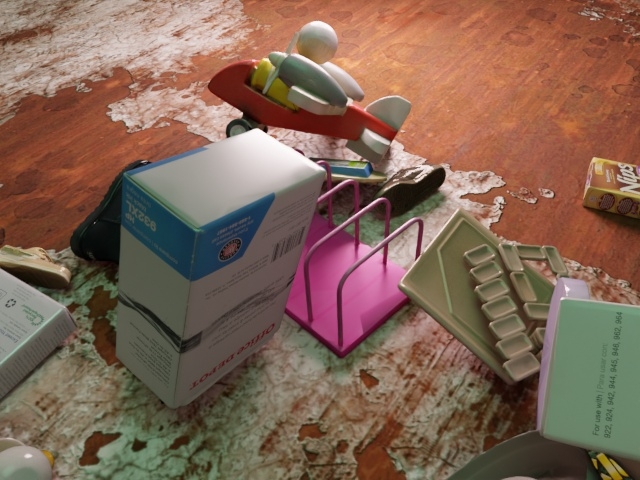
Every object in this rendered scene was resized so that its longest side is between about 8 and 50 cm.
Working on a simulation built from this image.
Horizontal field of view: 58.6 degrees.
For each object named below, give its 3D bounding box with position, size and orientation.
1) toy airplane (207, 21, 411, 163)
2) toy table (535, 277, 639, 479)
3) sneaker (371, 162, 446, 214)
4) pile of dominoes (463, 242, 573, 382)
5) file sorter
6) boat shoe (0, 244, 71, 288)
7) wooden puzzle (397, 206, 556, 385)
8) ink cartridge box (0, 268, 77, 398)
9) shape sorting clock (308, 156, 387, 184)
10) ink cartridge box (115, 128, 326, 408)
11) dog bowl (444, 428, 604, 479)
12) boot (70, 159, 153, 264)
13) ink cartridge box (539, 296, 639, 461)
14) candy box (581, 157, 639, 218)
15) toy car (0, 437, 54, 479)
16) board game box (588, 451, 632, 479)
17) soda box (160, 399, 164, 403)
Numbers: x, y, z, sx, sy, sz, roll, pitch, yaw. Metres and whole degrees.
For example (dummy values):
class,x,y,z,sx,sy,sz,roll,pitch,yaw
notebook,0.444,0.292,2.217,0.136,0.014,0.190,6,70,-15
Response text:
class,x,y,z,sx,sy,sz,roll,pitch,yaw
toy airplane,0.004,-0.315,1.200,0.385,0.272,0.386,-3,19,-35
toy table,0.350,0.188,0.667,0.161,0.252,0.274,6,86,14
sneaker,0.165,-0.105,1.143,0.189,0.066,0.071,-24,31,-29
pile of dominoes,0.322,0.112,0.874,0.196,0.040,0.251,4,49,-18
file sorter,0.000,0.000,0.940,0.202,0.182,0.291,-35,53,-29
boat shoe,-0.507,0.039,1.004,0.170,0.063,0.059,11,51,14
wooden puzzle,0.254,0.080,0.903,0.221,0.044,0.239,41,51,5
ink cartridge box,-0.611,0.167,0.871,0.324,0.071,0.330,23,52,24
shape sorting clock,0.031,-0.136,1.137,0.207,0.040,0.206,3,13,-1
ink cartridge box,-0.138,0.036,0.752,0.129,0.307,0.223,34,39,21
dog bowl,0.130,0.325,0.496,0.102,0.348,0.349,46,58,10
boot,-0.307,-0.038,1.052,0.207,0.094,0.246,13,52,20
ink cartridge box,0.333,0.125,0.450,0.273,0.198,0.114,6,81,29
candy box,0.618,-0.095,1.111,0.187,0.053,0.109,15,47,19
toy car,-0.407,0.312,0.662,0.182,0.159,0.136,1,80,-38
board game box,0.391,0.318,0.702,0.260,0.030,0.136,-15,43,-13
soda box,-0.226,0.158,0.870,0.053,0.060,0.168,-9,44,-13
